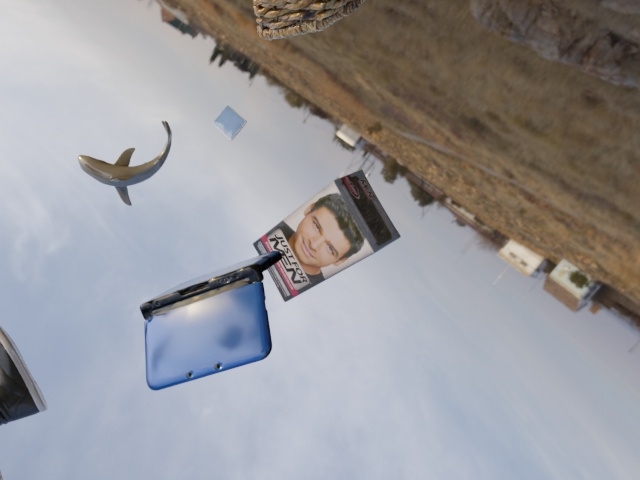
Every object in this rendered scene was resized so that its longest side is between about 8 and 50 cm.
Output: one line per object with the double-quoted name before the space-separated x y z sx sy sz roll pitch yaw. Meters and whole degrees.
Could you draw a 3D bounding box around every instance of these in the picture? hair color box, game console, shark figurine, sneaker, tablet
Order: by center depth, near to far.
"game console" -0.219 0.161 1.101 0.250 0.293 0.173 -37 -73 -73
"tablet" -0.195 -0.253 1.102 0.083 0.054 0.006 44 -173 34
"hair color box" 0.000 0.000 1.272 0.113 0.374 0.185 -27 -95 -43
"shark figurine" -0.466 -0.181 1.276 0.116 0.278 0.166 -68 -44 -76
"sneaker" -0.877 0.365 1.386 0.296 0.147 0.104 64 154 -3

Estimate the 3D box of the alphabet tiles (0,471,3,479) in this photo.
"alphabet tiles" -0.567 0.485 0.916 0.021 0.278 0.284 -17 -98 -30

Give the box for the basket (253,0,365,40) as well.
"basket" 0.039 -0.455 0.781 0.213 0.299 0.223 25 163 15
